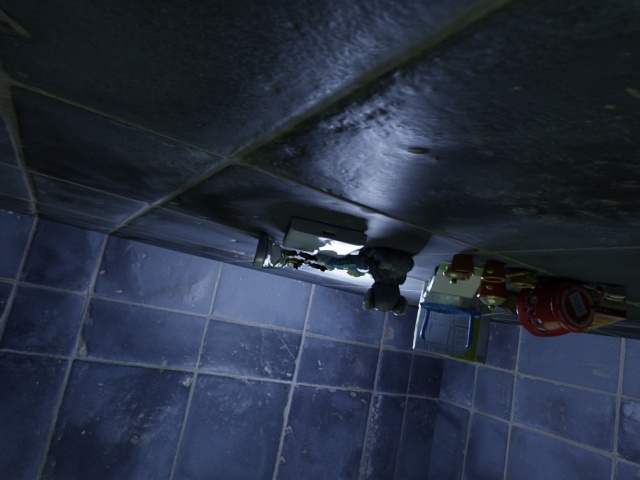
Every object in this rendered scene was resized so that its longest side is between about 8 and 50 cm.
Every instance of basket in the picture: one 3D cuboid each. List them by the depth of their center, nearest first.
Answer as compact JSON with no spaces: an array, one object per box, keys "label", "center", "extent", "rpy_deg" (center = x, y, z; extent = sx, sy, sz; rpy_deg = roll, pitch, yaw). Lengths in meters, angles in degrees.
[{"label":"basket","center":[0.546,0.302,1.910],"extent":[0.201,0.288,0.255],"rpy_deg":[24,168,-33]}]

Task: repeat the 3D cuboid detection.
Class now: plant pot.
[{"label":"plant pot","center":[0.788,0.225,1.520],"extent":[0.191,0.191,0.174],"rpy_deg":[14,165,-14]}]

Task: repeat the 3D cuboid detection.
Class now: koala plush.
[{"label":"koala plush","center":[0.230,0.150,1.602],"extent":[0.196,0.221,0.203],"rpy_deg":[14,169,-15]}]

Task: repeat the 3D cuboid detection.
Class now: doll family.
[{"label":"doll family","center":[-0.057,0.075,1.677],"extent":[0.193,0.075,0.111],"rpy_deg":[7,178,-27]}]

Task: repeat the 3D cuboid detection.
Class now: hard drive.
[{"label":"hard drive","center":[0.000,0.000,1.520],"extent":[0.233,0.047,0.353],"rpy_deg":[12,171,-7]}]

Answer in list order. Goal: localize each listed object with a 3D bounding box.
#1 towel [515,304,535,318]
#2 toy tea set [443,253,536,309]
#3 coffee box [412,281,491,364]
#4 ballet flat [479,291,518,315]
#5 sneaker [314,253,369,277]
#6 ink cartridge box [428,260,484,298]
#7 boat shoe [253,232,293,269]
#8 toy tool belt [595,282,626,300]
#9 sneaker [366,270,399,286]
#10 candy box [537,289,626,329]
[{"label":"towel","center":[1.163,0.389,2.345],"extent":[0.309,0.076,0.228],"rpy_deg":[6,168,27]},{"label":"toy tea set","center":[0.525,0.144,1.479],"extent":[0.336,0.124,0.200],"rpy_deg":[15,163,-20]},{"label":"coffee box","center":[0.670,0.418,2.287],"extent":[0.335,0.337,0.338],"rpy_deg":[8,169,20]},{"label":"ballet flat","center":[0.715,0.274,2.053],"extent":[0.343,0.124,0.116],"rpy_deg":[7,169,24]},{"label":"sneaker","center":[0.099,0.073,1.779],"extent":[0.240,0.091,0.126],"rpy_deg":[17,150,-27]},{"label":"ink cartridge box","center":[0.510,0.132,1.692],"extent":[0.171,0.056,0.235],"rpy_deg":[10,146,6]},{"label":"boat shoe","center":[-0.174,0.060,1.799],"extent":[0.157,0.135,0.367],"rpy_deg":[12,173,-3]},{"label":"toy tool belt","center":[0.911,0.165,1.434],"extent":[0.083,0.052,0.051],"rpy_deg":[8,161,21]},{"label":"sneaker","center":[0.258,0.164,2.008],"extent":[0.083,0.098,0.224],"rpy_deg":[20,166,-41]},{"label":"candy box","center":[0.975,0.270,1.721],"extent":[0.183,0.087,0.316],"rpy_deg":[11,160,6]}]
